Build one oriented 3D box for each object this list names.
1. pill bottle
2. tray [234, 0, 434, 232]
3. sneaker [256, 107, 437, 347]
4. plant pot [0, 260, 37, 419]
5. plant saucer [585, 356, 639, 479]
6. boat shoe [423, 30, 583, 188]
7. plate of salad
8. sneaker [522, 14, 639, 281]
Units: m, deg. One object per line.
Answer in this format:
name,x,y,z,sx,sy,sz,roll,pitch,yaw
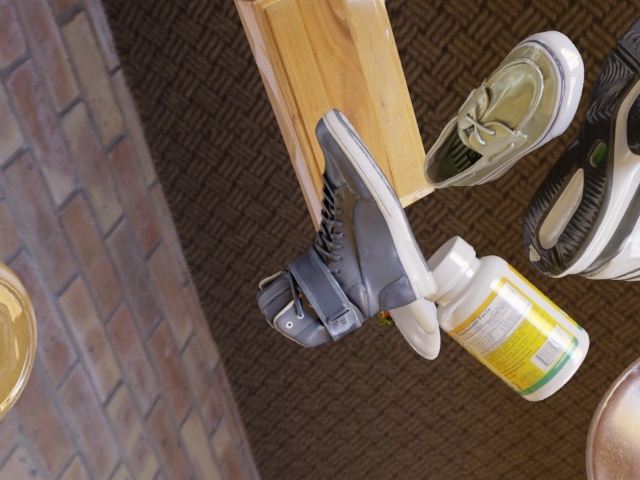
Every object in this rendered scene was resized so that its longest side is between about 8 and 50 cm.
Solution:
pill bottle,0.221,0.094,1.124,0.208,0.117,0.117,40,128,-3
tray,0.034,-0.217,1.401,0.076,0.203,0.411,33,147,57
sneaker,0.001,0.001,0.835,0.163,0.086,0.226,-26,124,2
plant pot,-0.413,0.128,1.037,0.032,0.236,0.236,6,127,31
plant saucer,0.247,0.125,0.483,0.199,0.198,0.036,-6,131,23
boat shoe,0.216,-0.138,1.095,0.109,0.094,0.302,59,157,15
plate of salad,0.111,0.075,1.254,0.048,0.200,0.200,-26,113,21
sneaker,0.466,-0.124,1.120,0.257,0.169,0.447,9,129,-27
